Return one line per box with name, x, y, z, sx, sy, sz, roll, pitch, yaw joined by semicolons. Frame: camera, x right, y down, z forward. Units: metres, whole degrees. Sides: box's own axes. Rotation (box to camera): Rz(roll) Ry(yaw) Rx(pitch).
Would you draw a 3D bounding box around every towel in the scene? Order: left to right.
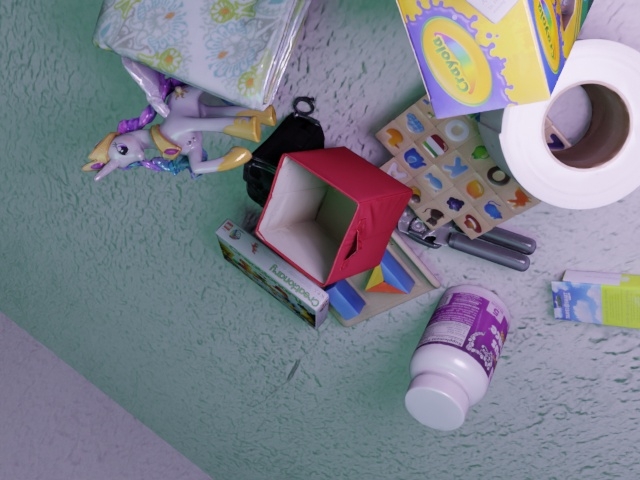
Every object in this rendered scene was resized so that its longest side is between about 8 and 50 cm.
towel;-0.196;-0.432;1.242;0.375;0.090;0.320;24;96;12

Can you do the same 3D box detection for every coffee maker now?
coffee maker;-0.077;-0.177;1.448;0.120;0.178;0.171;5;129;27

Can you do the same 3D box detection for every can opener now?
can opener;0.295;-0.006;1.461;0.284;0.076;0.095;20;167;15

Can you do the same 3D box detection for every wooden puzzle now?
wooden puzzle;0.055;0.057;1.642;0.322;0.080;0.348;48;136;-13

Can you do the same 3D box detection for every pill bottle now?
pill bottle;0.287;0.246;1.498;0.169;0.301;0.169;17;134;19

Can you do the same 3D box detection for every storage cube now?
storage cube;0.027;-0.051;1.349;0.215;0.193;0.183;36;119;26

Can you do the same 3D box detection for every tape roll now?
tape roll;0.381;-0.183;1.088;0.246;0.169;0.246;0;106;1

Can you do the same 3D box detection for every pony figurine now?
pony figurine;-0.277;-0.265;1.410;0.364;0.350;0.302;-6;142;12

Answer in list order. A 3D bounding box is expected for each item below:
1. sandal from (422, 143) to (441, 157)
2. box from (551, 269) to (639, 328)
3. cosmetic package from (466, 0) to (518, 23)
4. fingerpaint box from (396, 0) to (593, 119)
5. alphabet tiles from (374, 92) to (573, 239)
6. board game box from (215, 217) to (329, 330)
sandal;0.266;-0.130;1.373;0.255;0.054;0.097;31;147;1
box;0.556;0.116;1.406;0.178;0.042;0.109;4;128;30
cosmetic package;0.132;-0.339;0.707;0.231;0.085;0.117;40;134;-4
fingerpaint box;0.208;-0.442;0.900;0.163;0.371;0.444;-4;124;35
alphabet tiles;0.267;-0.147;1.293;0.285;0.011;0.342;45;137;-10
board game box;-0.113;0.085;1.706;0.305;0.053;0.193;37;163;12
